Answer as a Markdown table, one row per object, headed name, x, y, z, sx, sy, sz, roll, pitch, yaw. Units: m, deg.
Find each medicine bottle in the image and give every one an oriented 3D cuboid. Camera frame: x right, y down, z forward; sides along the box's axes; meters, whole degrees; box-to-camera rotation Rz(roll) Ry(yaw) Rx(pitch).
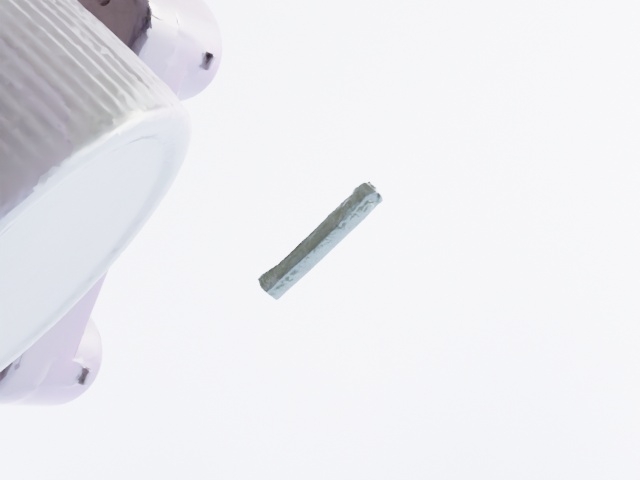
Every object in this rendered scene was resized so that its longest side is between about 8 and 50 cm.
| name | x | y | z | sx | sy | sz | roll | pitch | yaw |
| --- | --- | --- | --- | --- | --- | --- | --- | --- | --- |
| medicine bottle | -0.188 | -0.080 | 0.604 | 0.273 | 0.165 | 0.165 | 43 | -89 | 8 |

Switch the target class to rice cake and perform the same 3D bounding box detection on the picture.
| name | x | y | z | sx | sy | sz | roll | pitch | yaw |
| --- | --- | --- | --- | --- | --- | --- | --- | --- | --- |
| rice cake | 0.000 | 0.000 | 1.433 | 0.121 | 0.021 | 0.022 | -43 | -144 | 2 |

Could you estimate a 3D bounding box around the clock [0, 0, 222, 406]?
| name | x | y | z | sx | sy | sz | roll | pitch | yaw |
| --- | --- | --- | --- | --- | --- | --- | --- | --- | --- |
| clock | -0.244 | -0.073 | 1.172 | 0.322 | 0.113 | 0.295 | 25 | -84 | 31 |
